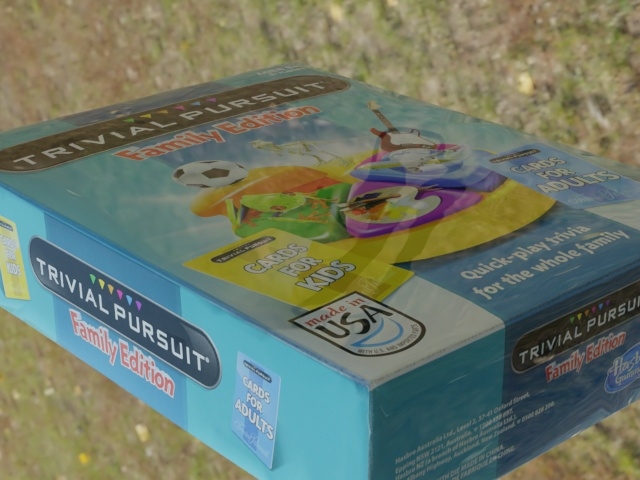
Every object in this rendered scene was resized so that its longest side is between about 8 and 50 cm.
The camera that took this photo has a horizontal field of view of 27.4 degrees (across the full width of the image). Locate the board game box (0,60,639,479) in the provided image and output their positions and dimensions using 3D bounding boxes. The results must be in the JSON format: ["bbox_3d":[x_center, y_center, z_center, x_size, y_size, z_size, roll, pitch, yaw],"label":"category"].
[{"bbox_3d":[0.000,0.000,0.661,0.336,0.254,0.079,24,123,43],"label":"board game box"}]
